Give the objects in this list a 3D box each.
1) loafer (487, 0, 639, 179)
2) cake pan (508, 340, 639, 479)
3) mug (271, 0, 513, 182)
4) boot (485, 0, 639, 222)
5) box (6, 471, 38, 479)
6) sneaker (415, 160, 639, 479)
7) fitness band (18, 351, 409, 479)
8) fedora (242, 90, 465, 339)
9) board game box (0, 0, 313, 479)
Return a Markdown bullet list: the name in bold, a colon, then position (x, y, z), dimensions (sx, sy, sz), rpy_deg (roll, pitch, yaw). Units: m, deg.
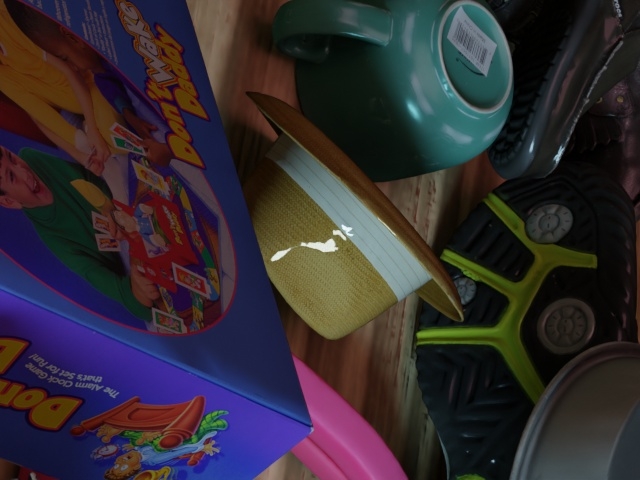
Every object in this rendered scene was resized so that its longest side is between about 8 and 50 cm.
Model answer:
- **loafer**: position (0.184, -0.130, 1.103), dimensions (0.078, 0.080, 0.220), rpy_deg (31, 74, -18)
- **cake pan**: position (0.215, 0.203, 0.975), dimensions (0.293, 0.054, 0.293), rpy_deg (14, 71, -45)
- **mug**: position (0.055, -0.105, 1.045), dimensions (0.158, 0.097, 0.129), rpy_deg (-22, 97, -47)
- **boot**: position (0.155, -0.145, 1.184), dimensions (0.229, 0.091, 0.263), rpy_deg (31, 61, -30)
- **box**: position (-0.110, 0.253, 0.599), dimensions (0.076, 0.307, 0.242), rpy_deg (-16, 67, -19)
- **sneaker**: position (0.147, 0.135, 1.089), dimensions (0.147, 0.145, 0.384), rpy_deg (40, 55, -59)
- **fitness band**: position (-0.043, 0.171, 0.917), dimensions (0.291, 0.054, 0.209), rpy_deg (44, 53, -29)
- **fedora**: position (0.000, 0.000, 0.949), dimensions (0.079, 0.194, 0.194), rpy_deg (-44, 119, -3)
- **board game box**: position (-0.147, -0.065, 0.719), dimensions (0.233, 0.078, 0.347), rpy_deg (29, 30, -39)
